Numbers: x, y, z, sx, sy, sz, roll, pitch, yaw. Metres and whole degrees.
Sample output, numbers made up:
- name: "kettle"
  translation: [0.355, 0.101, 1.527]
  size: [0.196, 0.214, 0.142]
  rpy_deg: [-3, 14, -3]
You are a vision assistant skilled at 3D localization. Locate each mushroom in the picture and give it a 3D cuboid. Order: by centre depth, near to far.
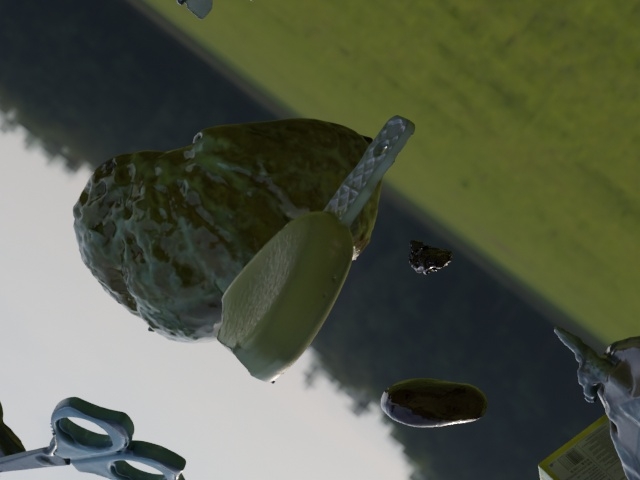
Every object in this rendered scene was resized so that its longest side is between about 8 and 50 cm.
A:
- name: "mushroom"
  translation: [0.130, 0.184, 1.960]
  size: [0.123, 0.052, 0.123]
  rpy_deg: [1, -177, 0]

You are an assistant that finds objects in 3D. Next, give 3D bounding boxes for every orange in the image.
- name: "orange"
  translation: [-0.105, 0.000, 1.947]
  size: [0.271, 0.369, 0.210]
  rpy_deg: [48, -148, -49]

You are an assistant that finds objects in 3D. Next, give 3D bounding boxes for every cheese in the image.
- name: "cheese"
  translation: [0.000, 0.000, 1.466]
  size: [0.050, 0.255, 0.127]
  rpy_deg: [37, 176, -26]

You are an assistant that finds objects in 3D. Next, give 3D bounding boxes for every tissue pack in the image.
- name: "tissue pack"
  translation: [0.321, 0.226, 1.754]
  size: [0.095, 0.176, 0.062]
  rpy_deg: [42, 158, 38]

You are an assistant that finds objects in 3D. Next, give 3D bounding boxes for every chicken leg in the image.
- name: "chicken leg"
  translation: [0.090, 0.014, 1.392]
  size: [0.036, 0.021, 0.083]
  rpy_deg: [7, -169, 2]

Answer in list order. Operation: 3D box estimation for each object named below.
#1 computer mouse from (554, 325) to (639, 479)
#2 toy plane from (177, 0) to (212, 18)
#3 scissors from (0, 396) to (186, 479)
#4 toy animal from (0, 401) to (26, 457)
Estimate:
- name: "computer mouse"
  translation: [0.352, 0.186, 1.443]
  size: [0.389, 0.115, 0.199]
  rpy_deg: [44, 150, 31]
- name: "toy plane"
  translation: [-0.073, -0.303, 1.629]
  size: [0.160, 0.234, 0.082]
  rpy_deg: [37, -165, -50]
- name: "scissors"
  translation: [-0.318, 0.265, 2.075]
  size: [0.360, 0.029, 0.191]
  rpy_deg: [-16, 133, 41]
- name: "toy animal"
  translation: [-0.485, 0.214, 2.331]
  size: [0.236, 0.138, 0.108]
  rpy_deg: [20, 136, 37]
